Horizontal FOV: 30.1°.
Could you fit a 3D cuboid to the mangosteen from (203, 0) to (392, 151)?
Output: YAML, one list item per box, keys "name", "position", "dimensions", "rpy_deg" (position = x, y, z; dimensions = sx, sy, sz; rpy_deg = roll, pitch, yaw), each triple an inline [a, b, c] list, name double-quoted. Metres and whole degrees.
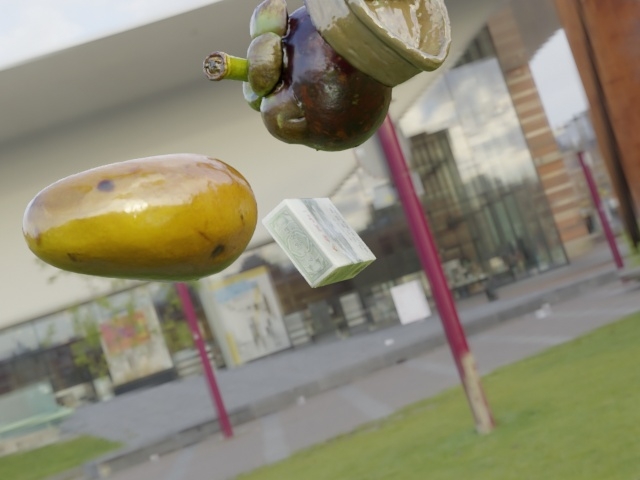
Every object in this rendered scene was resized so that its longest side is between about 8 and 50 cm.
- name: "mangosteen"
  position: [-0.017, -0.158, 1.184]
  dimensions: [0.181, 0.156, 0.146]
  rpy_deg: [-13, -34, 2]

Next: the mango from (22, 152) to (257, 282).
- name: "mango"
  position: [-0.113, -0.015, 0.813]
  dimensions: [0.115, 0.090, 0.178]
  rpy_deg: [-13, -8, 29]

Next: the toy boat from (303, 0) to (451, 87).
- name: "toy boat"
  position: [0.043, -0.214, 1.038]
  dimensions: [0.116, 0.188, 0.061]
  rpy_deg: [-11, -22, -45]

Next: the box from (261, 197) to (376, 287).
- name: "box"
  position: [0.000, 0.000, 0.742]
  dimensions: [0.024, 0.054, 0.083]
  rpy_deg: [-39, -9, 16]
